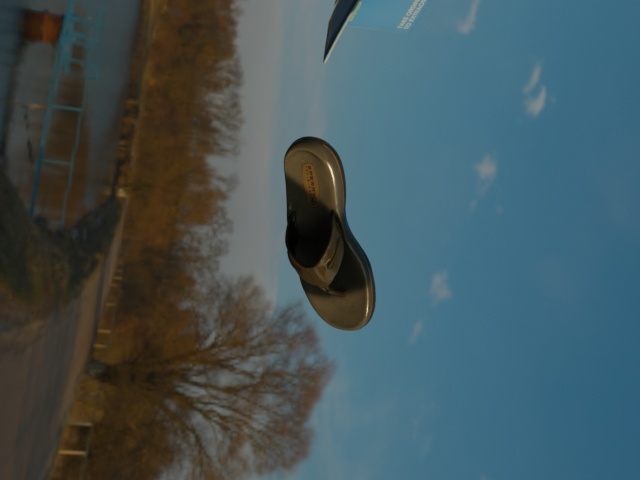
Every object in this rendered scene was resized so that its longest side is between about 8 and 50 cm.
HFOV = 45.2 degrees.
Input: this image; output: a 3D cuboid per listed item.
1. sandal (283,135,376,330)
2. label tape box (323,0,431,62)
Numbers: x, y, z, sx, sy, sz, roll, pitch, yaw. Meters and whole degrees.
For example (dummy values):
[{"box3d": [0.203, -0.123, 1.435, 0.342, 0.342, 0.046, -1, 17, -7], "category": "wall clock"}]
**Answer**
[{"box3d": [0.000, 0.000, 0.822, 0.060, 0.090, 0.219, -38, 123, -54], "category": "sandal"}, {"box3d": [0.121, -0.378, 0.878, 0.249, 0.115, 0.347, 127, -21, -52], "category": "label tape box"}]
